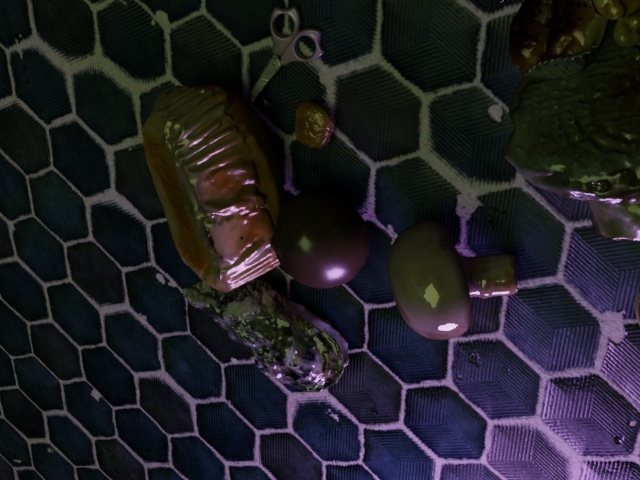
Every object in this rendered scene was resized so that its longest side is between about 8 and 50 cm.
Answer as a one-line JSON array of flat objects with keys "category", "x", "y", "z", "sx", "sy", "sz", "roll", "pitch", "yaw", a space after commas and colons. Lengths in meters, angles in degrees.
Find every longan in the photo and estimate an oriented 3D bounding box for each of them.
[{"category": "longan", "x": 0.000, "y": 0.000, "z": 1.634, "sx": 0.189, "sy": 0.189, "sz": 0.189, "roll": 16, "pitch": 123, "yaw": 26}]

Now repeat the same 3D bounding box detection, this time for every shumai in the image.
[{"category": "shumai", "x": 0.434, "y": -0.136, "z": 1.283, "sx": 0.309, "sy": 0.304, "sz": 0.263, "roll": 14, "pitch": 157, "yaw": 33}]

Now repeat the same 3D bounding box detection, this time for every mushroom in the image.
[{"category": "mushroom", "x": 0.204, "y": 0.055, "z": 1.525, "sx": 0.209, "sy": 0.206, "sz": 0.206, "roll": -34, "pitch": 94, "yaw": 20}]

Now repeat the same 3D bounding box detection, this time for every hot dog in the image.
[{"category": "hot dog", "x": 0.331, "y": -0.332, "z": 1.188, "sx": 0.270, "sy": 0.082, "sz": 0.162, "roll": -67, "pitch": 26, "yaw": 1}]

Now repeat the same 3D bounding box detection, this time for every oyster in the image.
[{"category": "oyster", "x": -0.109, "y": 0.173, "z": 1.831, "sx": 0.351, "sy": 0.158, "sz": 0.162, "roll": 31, "pitch": 95, "yaw": 0}]

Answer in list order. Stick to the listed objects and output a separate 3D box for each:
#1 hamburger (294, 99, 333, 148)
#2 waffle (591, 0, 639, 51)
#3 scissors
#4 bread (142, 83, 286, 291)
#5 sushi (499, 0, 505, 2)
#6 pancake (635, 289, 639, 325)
[{"category": "hamburger", "x": -0.011, "y": -0.200, "z": 1.610, "sx": 0.076, "sy": 0.044, "sz": 0.083, "roll": 18, "pitch": 122, "yaw": 24}, {"category": "waffle", "x": 0.447, "y": -0.347, "z": 1.104, "sx": 0.058, "sy": 0.281, "sz": 0.301, "roll": -177, "pitch": 77, "yaw": -76}, {"category": "scissors", "x": -0.075, "y": -0.306, "z": 1.607, "sx": 0.110, "sy": 0.021, "sz": 0.212, "roll": 43, "pitch": 131, "yaw": 2}, {"category": "bread", "x": -0.181, "y": -0.092, "z": 1.706, "sx": 0.236, "sy": 0.183, "sz": 0.389, "roll": 28, "pitch": 140, "yaw": 43}, {"category": "sushi", "x": 0.210, "y": -0.406, "z": 1.295, "sx": 0.212, "sy": 0.115, "sz": 0.147, "roll": 4, "pitch": 117, "yaw": 32}, {"category": "pancake", "x": 0.552, "y": 0.106, "z": 1.412, "sx": 0.158, "sy": 0.028, "sz": 0.158, "roll": 15, "pitch": 121, "yaw": 28}]
